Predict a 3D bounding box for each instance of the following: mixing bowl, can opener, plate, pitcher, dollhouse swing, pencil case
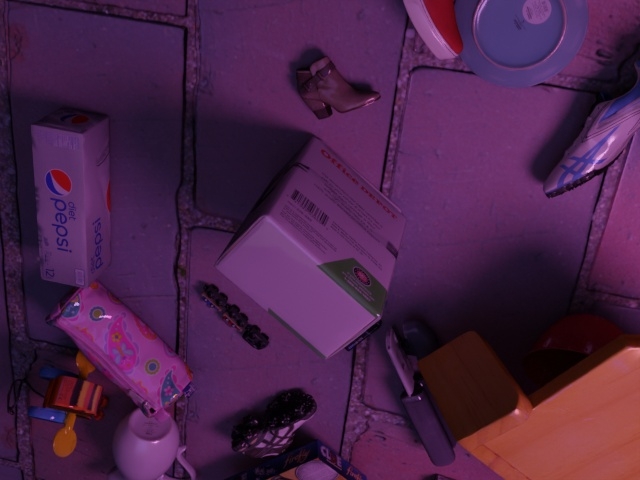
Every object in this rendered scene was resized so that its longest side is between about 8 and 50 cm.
[{"bbox_3d":[0.420,0.179,1.251,0.181,0.098,0.181,20,151,11],"label":"mixing bowl"},{"bbox_3d":[0.189,0.263,1.374,0.095,0.076,0.284,-19,112,21],"label":"can opener"},{"bbox_3d":[0.276,-0.303,1.104,0.188,0.024,0.188,5,116,11],"label":"plate"},{"bbox_3d":[-0.320,0.420,1.551,0.177,0.126,0.207,8,130,-15],"label":"pitcher"},{"bbox_3d":[0.399,0.244,1.211,0.346,0.315,0.305,38,101,-21],"label":"dollhouse swing"},{"bbox_3d":[-0.360,0.198,1.439,0.124,0.124,0.284,-37,103,25],"label":"pencil case"}]

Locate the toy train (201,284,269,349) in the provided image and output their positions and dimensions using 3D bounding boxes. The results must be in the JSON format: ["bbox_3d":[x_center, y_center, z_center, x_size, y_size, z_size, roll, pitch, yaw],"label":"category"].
[{"bbox_3d":[-0.155,0.138,1.417,0.158,0.027,0.036,46,127,-12],"label":"toy train"}]

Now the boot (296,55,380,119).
[{"bbox_3d":[0.022,-0.234,1.185,0.118,0.042,0.087,-16,109,19],"label":"boot"}]

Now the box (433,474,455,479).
[{"bbox_3d":[0.284,0.552,1.514,0.190,0.045,0.184,17,116,4],"label":"box"}]

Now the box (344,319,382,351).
[{"bbox_3d":[0.055,0.146,1.377,0.067,0.018,0.083,44,117,-11],"label":"box"}]

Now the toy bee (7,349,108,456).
[{"bbox_3d":[-0.465,0.292,1.502,0.162,0.298,0.195,22,89,-31],"label":"toy bee"}]

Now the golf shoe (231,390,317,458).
[{"bbox_3d":[-0.073,0.351,1.487,0.198,0.077,0.094,-30,124,26],"label":"golf shoe"}]

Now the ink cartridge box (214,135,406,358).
[{"bbox_3d":[0.000,0.000,1.166,0.211,0.289,0.121,41,120,-9],"label":"ink cartridge box"}]

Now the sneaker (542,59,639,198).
[{"bbox_3d":[0.400,-0.154,1.127,0.086,0.085,0.237,50,122,16],"label":"sneaker"}]

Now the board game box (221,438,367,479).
[{"bbox_3d":[-0.054,0.476,1.523,0.243,0.042,0.165,-28,127,23],"label":"board game box"}]

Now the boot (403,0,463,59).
[{"bbox_3d":[0.185,-0.378,1.054,0.176,0.088,0.244,-19,107,19],"label":"boot"}]

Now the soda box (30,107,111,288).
[{"bbox_3d":[-0.413,-0.069,1.329,0.091,0.098,0.287,11,117,8],"label":"soda box"}]
